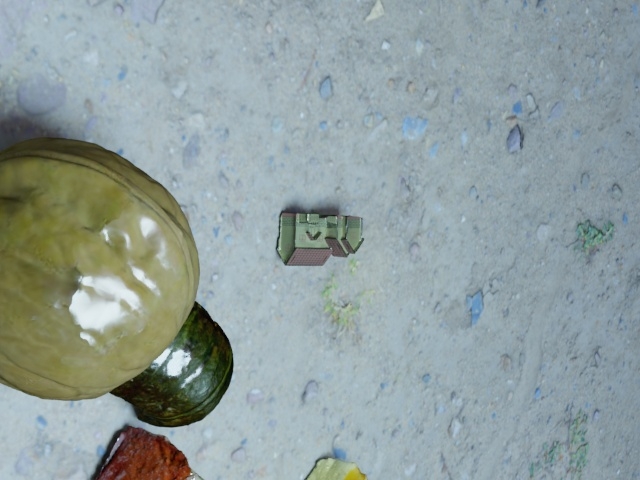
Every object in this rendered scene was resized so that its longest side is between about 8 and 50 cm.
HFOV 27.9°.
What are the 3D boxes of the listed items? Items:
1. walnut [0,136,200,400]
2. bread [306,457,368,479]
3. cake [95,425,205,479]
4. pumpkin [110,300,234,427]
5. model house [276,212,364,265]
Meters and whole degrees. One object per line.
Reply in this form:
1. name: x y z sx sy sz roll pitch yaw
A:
1. walnut: -0.215 0.021 1.083 0.228 0.228 0.227 -8 102 -44
2. bread: 0.032 0.349 1.470 0.125 0.068 0.188 -52 128 -27
3. cake: -0.177 0.297 1.221 0.086 0.117 0.220 46 63 -45
4. pumpkin: -0.149 0.110 1.233 0.183 0.108 0.119 46 70 -37
5. model house: 0.000 0.000 1.396 0.083 0.057 0.058 3 89 -47
